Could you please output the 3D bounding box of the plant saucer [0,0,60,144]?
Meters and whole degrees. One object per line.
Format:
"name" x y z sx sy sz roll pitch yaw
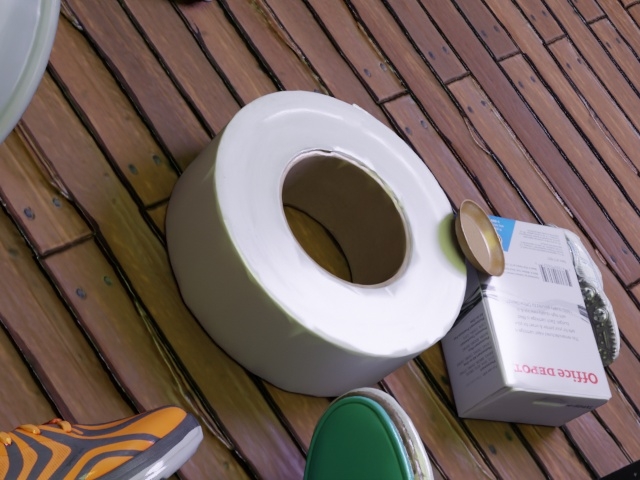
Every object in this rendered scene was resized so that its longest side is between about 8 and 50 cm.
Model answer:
"plant saucer" -0.380 -0.192 0.809 0.401 0.100 0.400 -1 94 -11

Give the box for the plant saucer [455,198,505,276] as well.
"plant saucer" 0.155 0.000 1.187 0.083 0.015 0.083 40 37 -38

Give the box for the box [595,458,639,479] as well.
"box" 0.360 0.344 1.157 0.163 0.142 0.247 9 58 -36

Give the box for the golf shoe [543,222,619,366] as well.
"golf shoe" 0.305 0.059 1.367 0.086 0.069 0.176 0 63 -45

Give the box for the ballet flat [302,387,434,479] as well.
"ballet flat" 0.071 0.322 0.973 0.139 0.139 0.400 8 61 -34

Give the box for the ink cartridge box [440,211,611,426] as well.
"ink cartridge box" 0.200 0.083 1.249 0.148 0.086 0.203 10 56 -32

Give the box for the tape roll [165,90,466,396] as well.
"tape roll" 0.000 0.000 1.141 0.286 0.100 0.286 20 51 -26

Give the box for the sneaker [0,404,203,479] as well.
"sneaker" -0.236 0.144 0.838 0.321 0.124 0.180 -23 78 -45

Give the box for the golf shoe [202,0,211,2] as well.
"golf shoe" -0.127 -0.387 1.296 0.105 0.120 0.272 10 54 -31
